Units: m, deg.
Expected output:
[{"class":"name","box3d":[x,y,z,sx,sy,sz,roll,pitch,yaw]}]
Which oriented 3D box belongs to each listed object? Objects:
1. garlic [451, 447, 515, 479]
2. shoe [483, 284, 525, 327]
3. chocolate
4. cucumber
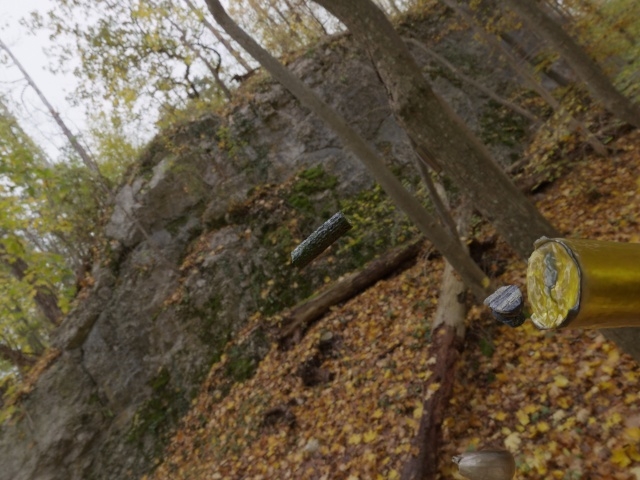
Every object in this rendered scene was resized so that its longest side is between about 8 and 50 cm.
[{"class":"garlic","box3d":[0.446,0.596,1.182,0.195,0.087,0.101,8,-10,-29]},{"class":"shoe","box3d":[0.518,0.184,1.227,0.091,0.106,0.207,-40,-13,4]},{"class":"chocolate","box3d":[0.590,0.087,0.777,0.444,0.162,0.162,3,-23,-7]},{"class":"cucumber","box3d":[0.000,0.001,1.096,0.187,0.058,0.058,-41,-14,26]}]
